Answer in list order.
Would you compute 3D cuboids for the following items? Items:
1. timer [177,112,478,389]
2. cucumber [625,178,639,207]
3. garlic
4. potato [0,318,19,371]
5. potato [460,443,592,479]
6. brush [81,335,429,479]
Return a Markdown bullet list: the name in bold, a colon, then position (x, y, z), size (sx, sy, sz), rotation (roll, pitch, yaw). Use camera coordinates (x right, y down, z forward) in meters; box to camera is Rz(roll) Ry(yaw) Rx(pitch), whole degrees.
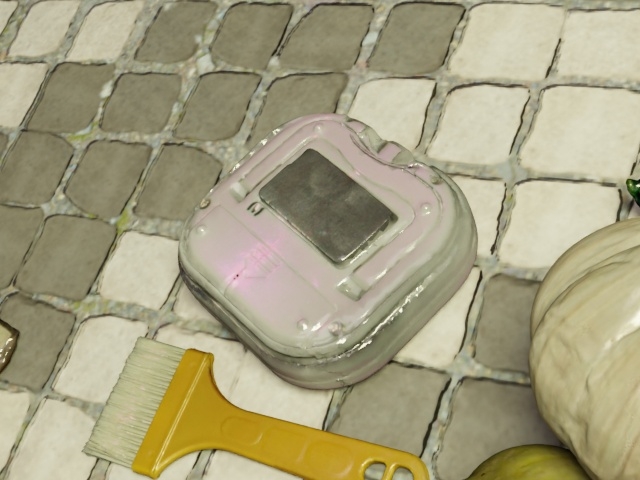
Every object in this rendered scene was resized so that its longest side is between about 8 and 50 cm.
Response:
- **timer**: position (0.000, 0.000, 0.820), size (0.191, 0.069, 0.208), rotation (-45, 51, -11)
- **cucumber**: position (0.342, -0.039, 0.703), size (0.284, 0.056, 0.056), rotation (-3, 58, 19)
- **garlic**: position (0.217, 0.070, 0.582), size (0.228, 0.227, 0.152), rotation (44, 115, 38)
- **potato**: position (-0.315, 0.100, 0.892), size (0.061, 0.086, 0.122), rotation (18, 69, 47)
- **potato**: position (0.135, 0.206, 0.584), size (0.200, 0.154, 0.137), rotation (38, 121, 30)
- **brush**: position (-0.047, 0.140, 0.785), size (0.272, 0.013, 0.103), rotation (12, 65, 29)
